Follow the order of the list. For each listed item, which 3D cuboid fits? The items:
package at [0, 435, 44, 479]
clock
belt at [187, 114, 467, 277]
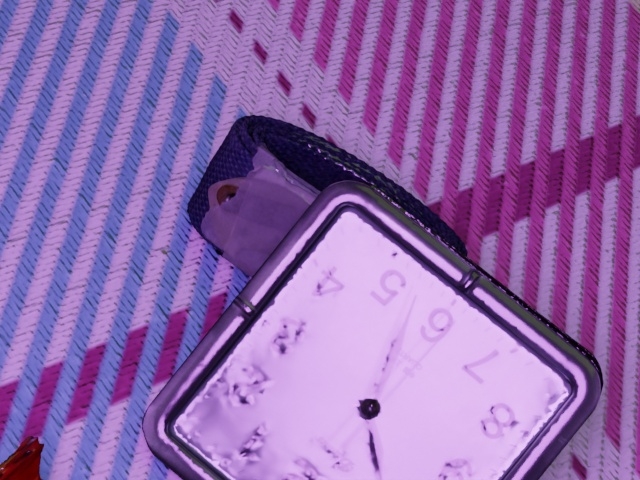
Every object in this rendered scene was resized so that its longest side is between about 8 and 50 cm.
[{"bbox_3d":[-0.102,0.337,1.219,0.423,0.123,0.196,38,51,8],"label":"package"},{"bbox_3d":[0.041,0.129,1.396,0.273,0.049,0.279,39,90,8],"label":"clock"},{"bbox_3d":[0.000,0.000,1.518,0.230,0.126,0.139,33,26,5],"label":"belt"}]
